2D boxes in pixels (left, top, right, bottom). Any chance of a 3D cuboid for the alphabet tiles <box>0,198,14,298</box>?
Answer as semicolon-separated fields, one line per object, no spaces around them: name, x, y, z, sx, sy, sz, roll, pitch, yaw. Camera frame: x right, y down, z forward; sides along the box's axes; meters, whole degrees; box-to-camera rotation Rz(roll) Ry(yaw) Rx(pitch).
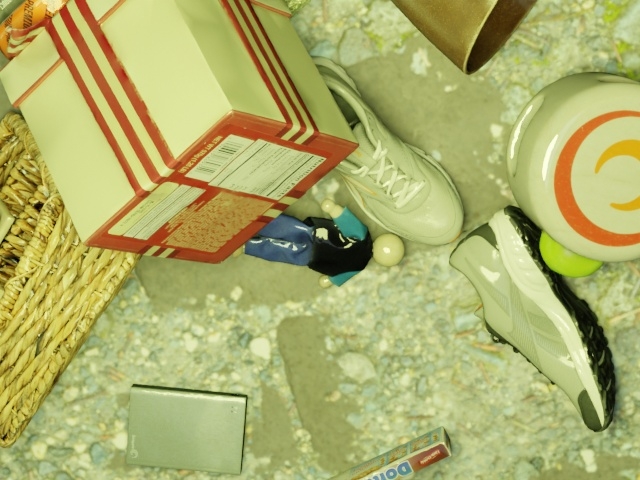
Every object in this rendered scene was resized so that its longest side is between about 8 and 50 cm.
alphabet tiles;-0.446;0.078;1.689;0.011;0.285;0.342;24;104;-39

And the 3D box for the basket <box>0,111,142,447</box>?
basket;-0.344;0.044;1.687;0.223;0.213;0.299;35;100;-4

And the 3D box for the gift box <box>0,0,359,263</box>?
gift box;-0.151;-0.155;1.561;0.255;0.276;0.258;-38;64;20

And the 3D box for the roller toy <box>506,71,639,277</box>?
roller toy;0.302;-0.082;1.662;0.209;0.146;0.191;-25;105;-1

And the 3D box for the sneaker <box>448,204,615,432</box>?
sneaker;0.242;0.096;1.733;0.108;0.100;0.271;-30;94;22

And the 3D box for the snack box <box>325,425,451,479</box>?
snack box;0.065;0.265;1.781;0.178;0.064;0.022;-26;96;8

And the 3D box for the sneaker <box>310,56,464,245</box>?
sneaker;0.052;-0.086;1.687;0.262;0.121;0.099;43;99;-6

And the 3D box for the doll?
doll;0.000;0.000;1.733;0.189;0.046;0.129;10;133;1

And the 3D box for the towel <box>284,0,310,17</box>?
towel;-0.029;-0.313;1.697;0.148;0.027;0.110;-37;98;9

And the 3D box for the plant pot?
plant pot;0.120;-0.324;1.612;0.230;0.215;0.215;36;101;10

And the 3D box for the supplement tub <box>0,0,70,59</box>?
supplement tub;-0.364;-0.368;1.614;0.207;0.207;0.338;-36;96;9

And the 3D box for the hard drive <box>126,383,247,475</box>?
hard drive;-0.155;0.219;1.806;0.135;0.022;0.094;5;101;2
